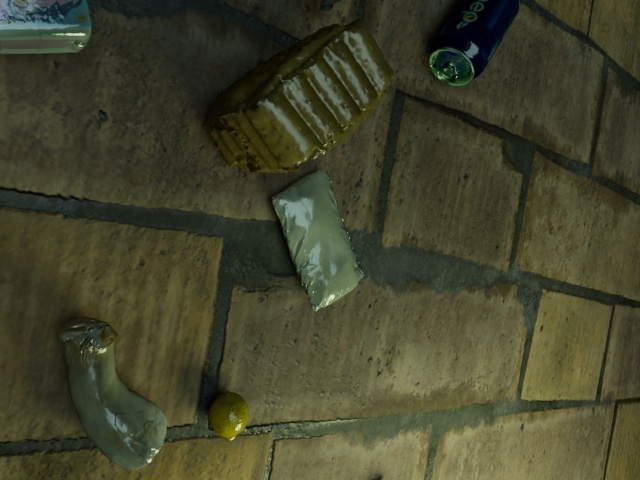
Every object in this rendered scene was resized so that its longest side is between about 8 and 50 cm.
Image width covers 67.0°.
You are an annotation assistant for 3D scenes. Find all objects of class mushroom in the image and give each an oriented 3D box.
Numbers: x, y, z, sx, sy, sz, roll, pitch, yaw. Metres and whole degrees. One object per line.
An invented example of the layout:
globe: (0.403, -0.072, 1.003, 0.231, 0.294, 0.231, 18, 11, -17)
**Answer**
mushroom: (-0.290, 0.206, 0.658, 0.092, 0.081, 0.223, -24, 107, -11)

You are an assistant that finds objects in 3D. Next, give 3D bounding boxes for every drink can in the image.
drink can: (0.306, -0.416, 0.972, 0.118, 0.118, 0.204, 43, 70, -30)

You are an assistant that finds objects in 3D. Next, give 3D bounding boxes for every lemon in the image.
lemon: (-0.146, 0.281, 0.774, 0.062, 0.062, 0.083, -6, 97, -34)

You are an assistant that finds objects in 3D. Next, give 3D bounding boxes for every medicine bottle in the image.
medicine bottle: (-0.344, -0.318, 0.550, 0.119, 0.094, 0.187, -16, 104, -31)

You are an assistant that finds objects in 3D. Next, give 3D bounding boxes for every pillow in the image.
pillow: (0.000, 0.000, 0.849, 0.128, 0.051, 0.229, -29, 109, -31)

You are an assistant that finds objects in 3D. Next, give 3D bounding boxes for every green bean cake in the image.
green bean cake: (-0.039, -0.202, 0.697, 0.229, 0.224, 0.131, -45, 118, -18)

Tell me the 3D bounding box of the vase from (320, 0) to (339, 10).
vase: (0.001, -0.547, 0.739, 0.251, 0.156, 0.301, -47, 112, -17)
